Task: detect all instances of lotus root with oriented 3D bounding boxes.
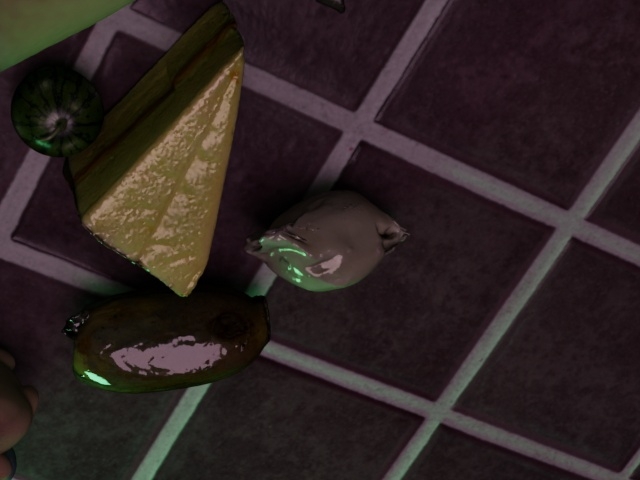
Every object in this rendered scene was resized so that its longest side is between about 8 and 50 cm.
[{"bbox_3d":[-0.175,0.115,1.725,0.241,0.124,0.123,-4,106,-7],"label":"lotus root"}]

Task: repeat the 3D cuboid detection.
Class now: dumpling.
[{"bbox_3d":[0.000,0.000,1.702,0.199,0.136,0.118,3,85,-36],"label":"dumpling"}]

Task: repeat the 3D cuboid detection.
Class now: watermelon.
[{"bbox_3d":[-0.275,-0.135,1.568,0.109,0.109,0.109,-5,121,-9],"label":"watermelon"}]

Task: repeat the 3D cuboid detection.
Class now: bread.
[{"bbox_3d":[-0.128,-0.094,1.588,0.264,0.167,0.163,-44,120,13],"label":"bread"}]

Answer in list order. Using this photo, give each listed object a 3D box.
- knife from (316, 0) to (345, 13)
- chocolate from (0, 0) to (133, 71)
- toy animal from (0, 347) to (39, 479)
[{"bbox_3d":[-0.057,-0.308,1.559,0.222,0.021,0.045,29,110,-21],"label":"knife"},{"bbox_3d":[-0.286,-0.337,1.339,0.297,0.314,0.326,-34,124,-3],"label":"chocolate"},{"bbox_3d":[-0.438,0.225,1.690,0.229,0.210,0.221,-18,139,-42],"label":"toy animal"}]
